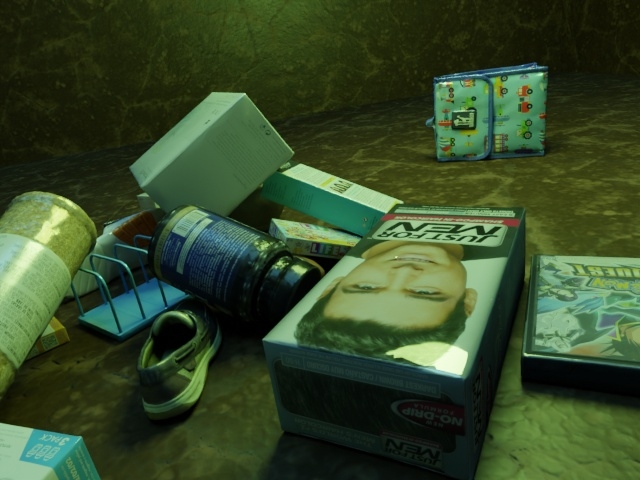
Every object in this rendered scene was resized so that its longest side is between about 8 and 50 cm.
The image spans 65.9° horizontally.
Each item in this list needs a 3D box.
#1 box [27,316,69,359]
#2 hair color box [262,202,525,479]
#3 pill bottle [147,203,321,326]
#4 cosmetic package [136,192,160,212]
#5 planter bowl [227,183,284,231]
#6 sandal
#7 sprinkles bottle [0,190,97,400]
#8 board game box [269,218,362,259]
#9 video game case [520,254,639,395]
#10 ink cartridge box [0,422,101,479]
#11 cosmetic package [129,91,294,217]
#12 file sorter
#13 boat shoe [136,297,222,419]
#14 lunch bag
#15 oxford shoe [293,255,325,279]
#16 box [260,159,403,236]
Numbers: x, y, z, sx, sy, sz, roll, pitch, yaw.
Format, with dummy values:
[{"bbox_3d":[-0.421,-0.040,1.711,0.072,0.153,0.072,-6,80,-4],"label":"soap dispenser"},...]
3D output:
[{"bbox_3d":[-0.439,0.150,0.697,0.136,0.028,0.081,-24,27,-38],"label":"box"},{"bbox_3d":[0.117,0.071,0.571,0.186,0.113,0.374,4,26,28],"label":"hair color box"},{"bbox_3d":[-0.116,0.038,0.679,0.219,0.122,0.123,22,33,21],"label":"pill bottle"},{"bbox_3d":[-0.313,-0.098,1.172,0.061,0.098,0.239,3,24,32],"label":"cosmetic package"},{"bbox_3d":[-0.143,-0.080,1.046,0.162,0.109,0.162,-7,22,3],"label":"planter bowl"},{"bbox_3d":[-0.385,0.011,0.922,0.076,0.101,0.265,11,31,37],"label":"sandal"},{"bbox_3d":[-0.374,0.093,0.550,0.122,0.121,0.355,-5,41,9],"label":"sprinkles bottle"},{"bbox_3d":[0.000,0.000,0.830,0.154,0.026,0.103,8,15,-22],"label":"board game box"},{"bbox_3d":[0.376,0.084,0.546,0.275,0.035,0.248,2,24,25],"label":"video game case"},{"bbox_3d":[-0.279,0.234,0.382,0.105,0.061,0.181,-1,24,19],"label":"ink cartridge box"},{"bbox_3d":[-0.205,-0.142,0.885,0.224,0.138,0.224,-46,29,-7],"label":"cosmetic package"},{"bbox_3d":[-0.281,0.057,0.765,0.118,0.104,0.170,8,28,37],"label":"file sorter"},{"bbox_3d":[-0.172,0.120,0.608,0.080,0.073,0.223,-9,22,0],"label":"boat shoe"},{"bbox_3d":[0.427,-0.332,1.306,0.294,0.220,0.138,-4,22,11],"label":"lunch bag"},{"bbox_3d":[-0.092,0.050,0.785,0.213,0.075,0.076,8,2,28],"label":"oxford shoe"},{"bbox_3d":[0.022,-0.075,0.910,0.245,0.060,0.100,22,24,12],"label":"box"}]
